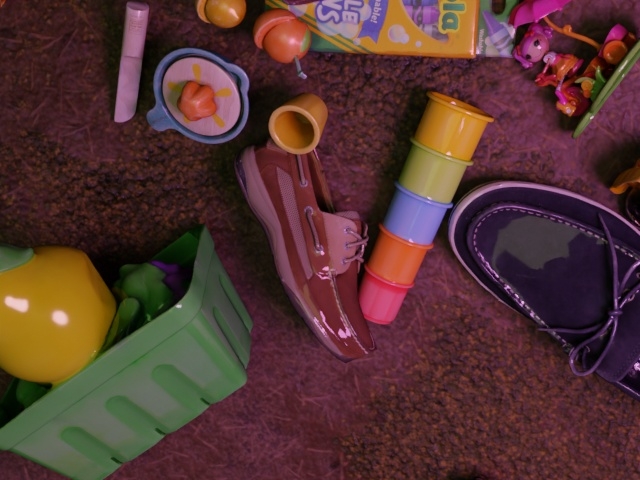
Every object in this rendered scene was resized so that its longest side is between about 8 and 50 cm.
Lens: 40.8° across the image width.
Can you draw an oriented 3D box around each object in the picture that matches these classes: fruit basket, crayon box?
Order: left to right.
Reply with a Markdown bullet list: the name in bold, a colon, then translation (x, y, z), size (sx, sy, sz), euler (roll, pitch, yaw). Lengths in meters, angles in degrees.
- **fruit basket**: translation (-0.317, 0.112, 1.150), size (0.392, 0.283, 0.391), euler (0, 115, -1)
- **crayon box**: translation (0.094, -0.338, 1.092), size (0.323, 0.083, 0.203), euler (4, 103, 7)

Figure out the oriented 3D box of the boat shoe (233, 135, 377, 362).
- **boat shoe**: translation (0.000, 0.000, 1.137), size (0.120, 0.122, 0.323), euler (-27, 85, 13)

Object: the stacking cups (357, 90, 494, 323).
- **stacking cups**: translation (0.120, -0.039, 1.154), size (0.096, 0.096, 0.316), euler (25, 107, 2)

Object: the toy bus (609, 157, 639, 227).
- **toy bus**: translation (0.510, -0.076, 1.067), size (0.220, 0.149, 0.211), euler (35, 92, 2)

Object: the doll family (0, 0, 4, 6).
- **doll family**: translation (-0.499, -0.384, 1.171), size (0.263, 0.118, 0.163), euler (-36, 89, -4)

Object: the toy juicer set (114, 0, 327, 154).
- **toy juicer set**: translation (-0.157, -0.220, 1.096), size (0.329, 0.089, 0.209), euler (7, 127, 19)

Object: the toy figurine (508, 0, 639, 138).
- **toy figurine**: translation (0.306, -0.240, 1.086), size (0.159, 0.130, 0.173), euler (38, 130, 13)

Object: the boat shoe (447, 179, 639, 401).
- **boat shoe**: translation (0.388, 0.090, 1.110), size (0.500, 0.156, 0.186), euler (36, 107, 1)

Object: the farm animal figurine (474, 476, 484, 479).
- **farm animal figurine**: translation (0.317, 0.530, 1.209), size (0.331, 0.172, 0.326), euler (17, 104, 4)

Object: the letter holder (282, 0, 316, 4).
- **letter holder**: translation (0.055, -0.386, 0.950), size (0.302, 0.152, 0.214), euler (-18, 113, 12)
